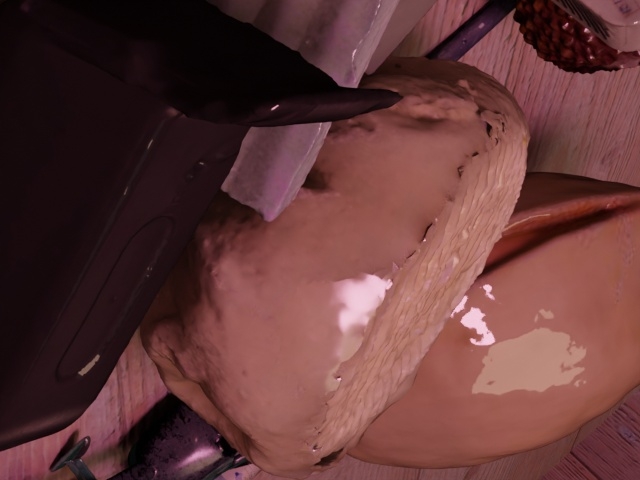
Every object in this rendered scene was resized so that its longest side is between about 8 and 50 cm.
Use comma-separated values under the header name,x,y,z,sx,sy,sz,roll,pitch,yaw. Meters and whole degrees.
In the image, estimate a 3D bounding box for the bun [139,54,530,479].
name,x,y,z,sx,sy,sz,roll,pitch,yaw
bun,0.000,0.000,1.246,0.359,0.211,0.359,-51,164,-20

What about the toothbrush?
name,x,y,z,sx,sy,sz,roll,pitch,yaw
toothbrush,0.177,-0.221,1.435,0.288,0.024,0.026,-42,172,-14

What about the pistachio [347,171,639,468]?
name,x,y,z,sx,sy,sz,roll,pitch,yaw
pistachio,0.177,0.076,1.646,0.445,0.281,0.365,-17,155,-28

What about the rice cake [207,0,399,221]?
name,x,y,z,sx,sy,sz,roll,pitch,yaw
rice cake,-0.018,-0.137,1.048,0.043,0.127,0.237,-16,135,-61

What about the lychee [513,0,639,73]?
name,x,y,z,sx,sy,sz,roll,pitch,yaw
lychee,0.243,-0.227,1.352,0.188,0.188,0.188,-39,157,-20

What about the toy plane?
name,x,y,z,sx,sy,sz,roll,pitch,yaw
toy plane,-0.132,0.199,1.490,0.155,0.106,0.382,-47,167,33

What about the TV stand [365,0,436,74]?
name,x,y,z,sx,sy,sz,roll,pitch,yaw
TV stand,0.084,-0.249,1.123,0.269,0.088,0.083,-48,159,5

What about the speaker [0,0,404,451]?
name,x,y,z,sx,sy,sz,roll,pitch,yaw
speaker,-0.144,0.009,1.013,0.180,0.184,0.388,-12,141,-56

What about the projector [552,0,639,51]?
name,x,y,z,sx,sy,sz,roll,pitch,yaw
projector,0.183,-0.287,1.010,0.259,0.257,0.079,-47,159,-2

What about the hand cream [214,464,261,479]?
name,x,y,z,sx,sy,sz,roll,pitch,yaw
hand cream,-0.076,0.227,1.707,0.171,0.043,0.065,-36,156,-31
